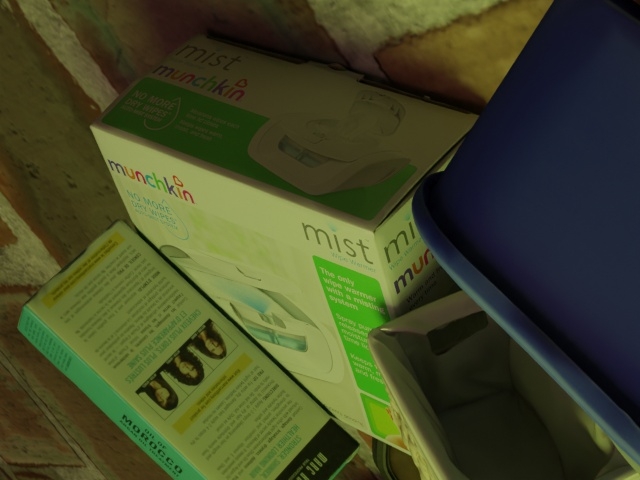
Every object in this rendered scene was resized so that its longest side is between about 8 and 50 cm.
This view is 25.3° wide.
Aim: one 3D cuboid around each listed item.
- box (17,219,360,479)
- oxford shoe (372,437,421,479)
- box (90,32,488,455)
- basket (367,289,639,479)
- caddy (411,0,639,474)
[{"bbox_3d":[-0.097,0.106,1.034,0.244,0.100,0.060,44,154,3],"label":"box"},{"bbox_3d":[0.097,0.177,1.169,0.096,0.083,0.227,3,133,19],"label":"oxford shoe"},{"bbox_3d":[0.000,0.000,1.005,0.262,0.127,0.231,22,145,36],"label":"box"},{"bbox_3d":[0.112,0.120,0.850,0.103,0.113,0.167,77,169,-45],"label":"basket"},{"bbox_3d":[0.189,0.034,0.614,0.241,0.179,0.341,15,-157,-39],"label":"caddy"}]
